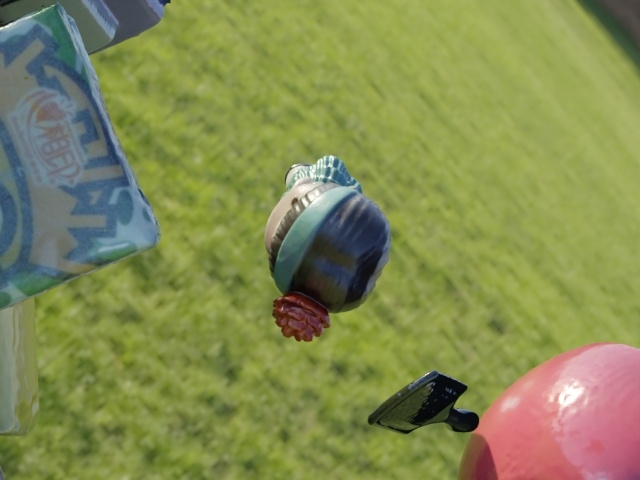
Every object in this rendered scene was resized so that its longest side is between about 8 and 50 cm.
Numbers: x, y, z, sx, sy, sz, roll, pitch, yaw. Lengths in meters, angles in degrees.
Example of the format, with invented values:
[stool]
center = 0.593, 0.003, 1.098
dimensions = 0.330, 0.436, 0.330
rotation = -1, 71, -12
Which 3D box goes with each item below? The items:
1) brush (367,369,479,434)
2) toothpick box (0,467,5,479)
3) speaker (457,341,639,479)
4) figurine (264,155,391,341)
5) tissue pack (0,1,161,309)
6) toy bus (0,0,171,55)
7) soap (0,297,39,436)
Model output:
[brush]
center = 0.089, 0.128, 1.228
dimensions = 0.016, 0.063, 0.193
rotation = 58, 11, 20
[toothpick box]
center = -0.234, 0.130, 0.806
dimensions = 0.111, 0.111, 0.181
rotation = 56, 2, 16
[speaker]
center = 0.273, 0.234, 1.469
dimensions = 0.294, 0.294, 0.294
rotation = 43, 20, -20
[figurine]
center = 0.000, 0.000, 1.525
dimensions = 0.110, 0.138, 0.245
rotation = 11, 13, -6
[tissue pack]
center = -0.319, -0.043, 1.403
dimensions = 0.128, 0.310, 0.228
rotation = -153, -140, -87
[toy bus]
center = -0.313, -0.348, 1.622
dimensions = 0.440, 0.209, 0.249
rotation = 58, 14, -68
[soap]
center = -0.379, 0.003, 1.778
dimensions = 0.306, 0.115, 0.427
rotation = 46, 39, -79
